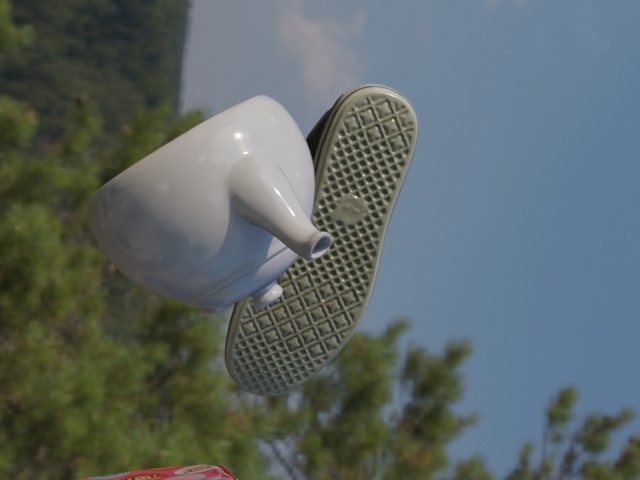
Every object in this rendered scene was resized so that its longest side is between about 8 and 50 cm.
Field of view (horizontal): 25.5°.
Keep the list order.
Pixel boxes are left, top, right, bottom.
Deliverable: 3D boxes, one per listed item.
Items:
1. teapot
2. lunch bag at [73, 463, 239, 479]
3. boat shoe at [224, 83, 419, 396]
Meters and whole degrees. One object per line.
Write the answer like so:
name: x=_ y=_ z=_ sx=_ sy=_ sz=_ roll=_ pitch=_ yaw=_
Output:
teapot: x=-0.101 y=-0.015 z=1.437 sx=0.187 sy=0.252 sz=0.256 roll=59 pitch=17 yaw=-3
lunch bag: x=-0.244 y=0.341 z=1.715 sx=0.258 sy=0.293 sz=0.120 roll=179 pitch=-96 yaw=-74
boat shoe: x=0.000 y=0.000 z=2.122 sx=0.156 sy=0.187 sz=0.500 roll=-130 pitch=-118 yaw=-76
